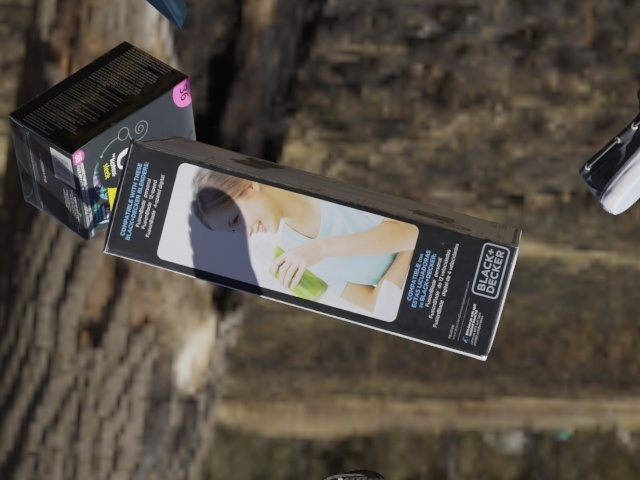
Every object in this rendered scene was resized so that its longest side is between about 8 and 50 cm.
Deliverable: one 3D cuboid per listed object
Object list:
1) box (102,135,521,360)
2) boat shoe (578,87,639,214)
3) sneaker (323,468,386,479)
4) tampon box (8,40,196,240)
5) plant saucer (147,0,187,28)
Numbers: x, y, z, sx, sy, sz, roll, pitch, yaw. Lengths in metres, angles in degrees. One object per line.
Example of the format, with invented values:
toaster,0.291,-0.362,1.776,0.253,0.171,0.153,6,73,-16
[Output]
box,0.000,0.000,1.335,0.290,0.087,0.169,16,-174,5
boat shoe,0.361,-0.133,1.890,0.076,0.228,0.080,46,-158,22
sneaker,0.013,0.173,1.186,0.044,0.040,0.109,-38,179,-41
tampon box,-0.218,-0.102,1.814,0.101,0.120,0.161,32,-127,32
plant saucer,-0.153,-0.237,1.319,0.067,0.018,0.192,42,170,41
